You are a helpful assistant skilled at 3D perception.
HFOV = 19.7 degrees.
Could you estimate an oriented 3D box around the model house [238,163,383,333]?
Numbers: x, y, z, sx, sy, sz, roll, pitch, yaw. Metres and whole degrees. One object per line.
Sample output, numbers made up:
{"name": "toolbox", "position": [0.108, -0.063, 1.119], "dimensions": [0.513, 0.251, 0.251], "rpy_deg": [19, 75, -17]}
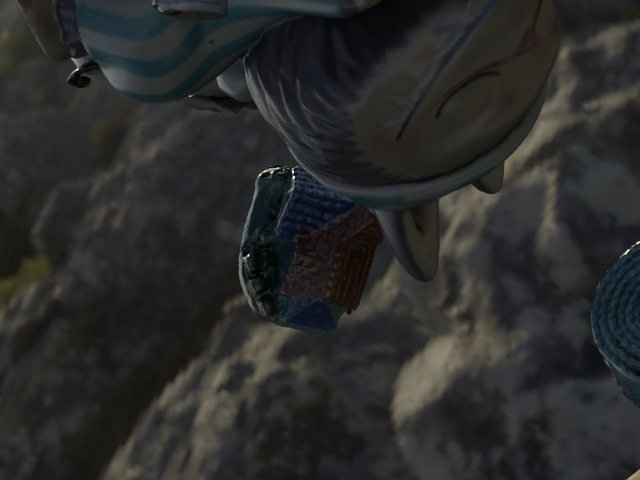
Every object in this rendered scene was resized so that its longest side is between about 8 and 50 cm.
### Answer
{"name": "model house", "position": [0.000, 0.000, 1.630], "dimensions": [0.149, 0.119, 0.148], "rpy_deg": [146, 140, -73]}

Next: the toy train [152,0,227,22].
{"name": "toy train", "position": [-0.116, -0.284, 1.077], "dimensions": [0.131, 0.202, 0.299], "rpy_deg": [164, 110, -72]}

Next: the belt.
{"name": "belt", "position": [0.261, 0.047, 1.193], "dimensions": [0.163, 0.082, 0.147], "rpy_deg": [-34, 44, -3]}

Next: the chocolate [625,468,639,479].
{"name": "chocolate", "position": [0.349, 0.275, 1.810], "dimensions": [0.309, 0.134, 0.134], "rpy_deg": [121, 166, -54]}

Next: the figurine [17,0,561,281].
{"name": "figurine", "position": [0.010, -0.099, 1.391], "dimensions": [0.361, 0.377, 0.266], "rpy_deg": [-10, 31, 12]}

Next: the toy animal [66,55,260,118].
{"name": "toy animal", "position": [-0.097, -0.307, 1.699], "dimensions": [0.194, 0.258, 0.357], "rpy_deg": [134, 139, -69]}
